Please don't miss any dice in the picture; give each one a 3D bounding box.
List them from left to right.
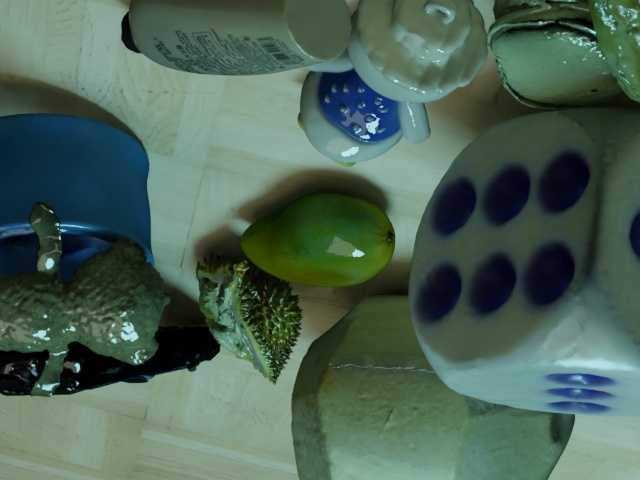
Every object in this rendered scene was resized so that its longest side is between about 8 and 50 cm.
[{"bbox_3d":[0.252,0.026,1.643,0.251,0.243,0.259,15,166,-34],"label":"dice"}]

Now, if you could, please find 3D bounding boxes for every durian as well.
[{"bbox_3d":[-0.080,0.064,2.034,0.146,0.102,0.208,42,162,24],"label":"durian"}]

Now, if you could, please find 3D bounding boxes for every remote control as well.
[{"bbox_3d":[-0.238,0.135,2.064,0.144,0.062,0.399,-3,180,22],"label":"remote control"}]

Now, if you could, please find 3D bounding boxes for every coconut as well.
[{"bbox_3d":[0.135,0.210,2.022,0.323,0.323,0.323,9,152,5],"label":"coconut"}]

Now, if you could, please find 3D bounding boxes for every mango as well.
[{"bbox_3d":[0.004,0.001,1.909,0.122,0.085,0.191,19,163,-28],"label":"mango"}]

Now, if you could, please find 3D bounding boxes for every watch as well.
[{"bbox_3d":[-0.295,0.002,1.898,0.274,0.241,0.305,-17,155,20],"label":"watch"}]

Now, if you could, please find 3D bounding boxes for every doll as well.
[{"bbox_3d":[-0.297,0.077,1.760,0.203,0.286,0.091,62,175,-17],"label":"doll"},{"bbox_3d":[0.056,-0.148,1.588,0.138,0.119,0.293,38,153,-3],"label":"doll"}]

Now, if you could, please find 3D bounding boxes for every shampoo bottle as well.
[{"bbox_3d":[-0.087,-0.187,1.565,0.257,0.078,0.127,2,158,47],"label":"shampoo bottle"}]

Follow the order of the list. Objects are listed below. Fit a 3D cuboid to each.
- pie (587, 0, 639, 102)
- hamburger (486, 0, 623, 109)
[{"bbox_3d":[0.356,-0.184,1.414,0.302,0.067,0.302,-1,145,-1],"label":"pie"},{"bbox_3d":[0.209,-0.169,1.536,0.133,0.062,0.140,7,154,11],"label":"hamburger"}]
